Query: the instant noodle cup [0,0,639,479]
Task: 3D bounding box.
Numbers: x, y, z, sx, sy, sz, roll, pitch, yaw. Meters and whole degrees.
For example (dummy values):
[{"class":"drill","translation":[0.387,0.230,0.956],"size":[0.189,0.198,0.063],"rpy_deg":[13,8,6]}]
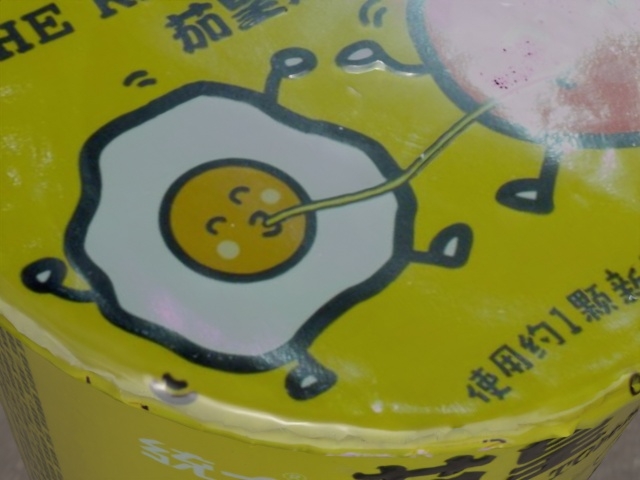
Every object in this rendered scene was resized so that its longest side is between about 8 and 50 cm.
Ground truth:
[{"class":"instant noodle cup","translation":[0.000,0.000,0.726],"size":[0.326,0.325,0.254],"rpy_deg":[17,144,5]}]
